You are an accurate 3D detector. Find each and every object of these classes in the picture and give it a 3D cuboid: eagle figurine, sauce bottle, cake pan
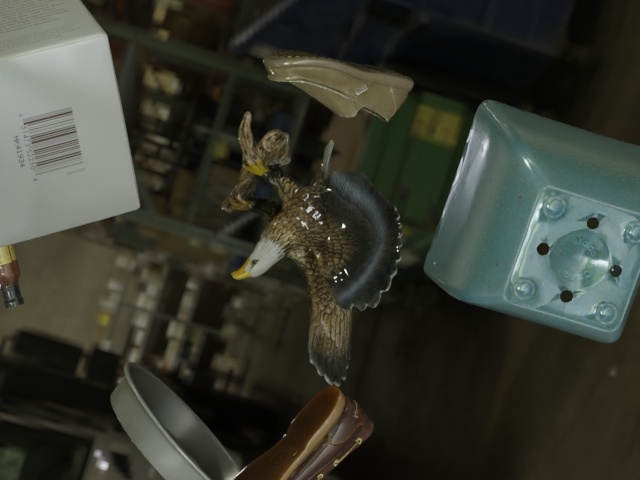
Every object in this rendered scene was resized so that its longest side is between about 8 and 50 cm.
[{"bbox_3d":[-0.008,0.008,1.916,0.225,0.298,0.226,-48,-20,6],"label":"eagle figurine"},{"bbox_3d":[-0.429,0.028,2.023,0.042,0.042,0.128,-144,41,-83],"label":"sauce bottle"},{"bbox_3d":[-0.211,0.308,2.264,0.054,0.293,0.293,-42,8,1],"label":"cake pan"}]

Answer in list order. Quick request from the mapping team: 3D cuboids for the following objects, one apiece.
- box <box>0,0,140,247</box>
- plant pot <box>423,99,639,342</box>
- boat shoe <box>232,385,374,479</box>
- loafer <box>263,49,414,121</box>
[{"bbox_3d":[-0.345,-0.177,1.708,0.345,0.168,0.215,-129,27,-55],"label":"box"},{"bbox_3d":[0.293,-0.007,1.844,0.252,0.248,0.247,-105,32,-76],"label":"plant pot"},{"bbox_3d":[-0.028,0.252,1.611,0.207,0.073,0.073,-44,29,2],"label":"boat shoe"},{"bbox_3d":[0.016,-0.136,1.341,0.056,0.148,0.050,29,109,63],"label":"loafer"}]
